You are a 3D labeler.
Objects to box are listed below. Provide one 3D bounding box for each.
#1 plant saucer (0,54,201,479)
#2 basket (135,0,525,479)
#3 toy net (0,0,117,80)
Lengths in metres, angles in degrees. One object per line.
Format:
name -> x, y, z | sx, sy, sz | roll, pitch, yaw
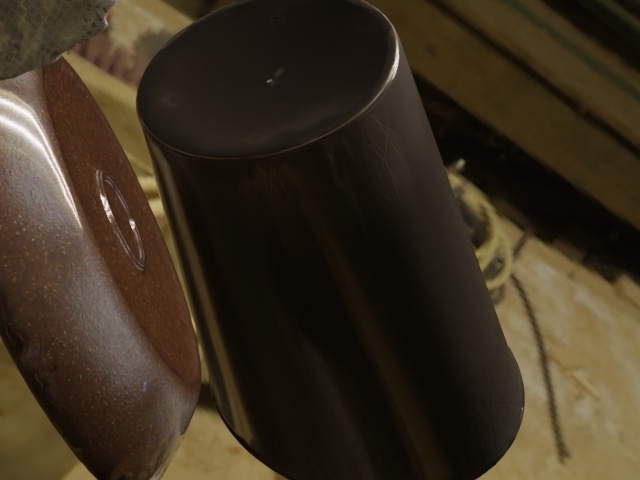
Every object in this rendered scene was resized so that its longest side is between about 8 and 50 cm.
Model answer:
plant saucer -> -0.089, -0.002, 0.514 | 0.198, 0.036, 0.199 | -22, 90, -87
basket -> 0.000, 0.000, 0.710 | 0.204, 0.227, 0.154 | 27, 58, 36
toy net -> -0.128, -0.099, 0.267 | 0.232, 0.122, 0.045 | 15, 32, -49
